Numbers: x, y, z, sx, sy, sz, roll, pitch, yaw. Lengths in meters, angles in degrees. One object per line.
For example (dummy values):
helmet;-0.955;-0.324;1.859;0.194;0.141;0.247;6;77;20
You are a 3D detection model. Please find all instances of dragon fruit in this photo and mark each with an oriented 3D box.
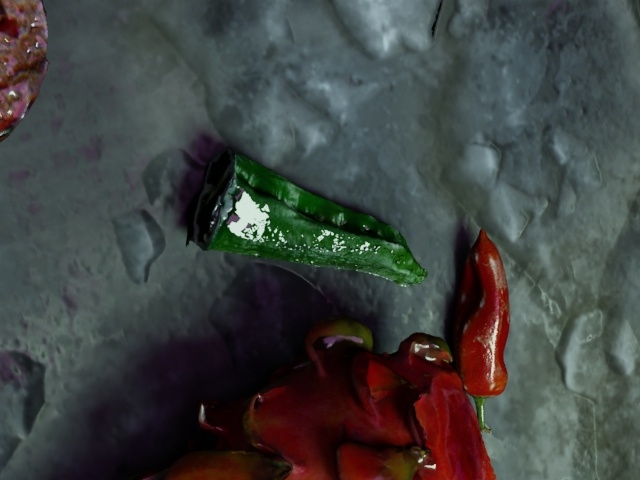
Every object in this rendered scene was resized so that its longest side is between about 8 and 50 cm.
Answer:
dragon fruit;-0.009;0.189;0.881;0.307;0.243;0.227;1;51;-43

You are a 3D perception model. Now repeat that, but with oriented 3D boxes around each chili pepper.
chili pepper;0.000;0.000;0.968;0.227;0.059;0.088;21;87;-28
chili pepper;0.145;0.084;1.032;0.050;0.059;0.191;-3;95;-16

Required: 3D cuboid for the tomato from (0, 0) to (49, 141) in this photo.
tomato;-0.308;-0.149;0.801;0.225;0.085;0.224;0;89;-22
